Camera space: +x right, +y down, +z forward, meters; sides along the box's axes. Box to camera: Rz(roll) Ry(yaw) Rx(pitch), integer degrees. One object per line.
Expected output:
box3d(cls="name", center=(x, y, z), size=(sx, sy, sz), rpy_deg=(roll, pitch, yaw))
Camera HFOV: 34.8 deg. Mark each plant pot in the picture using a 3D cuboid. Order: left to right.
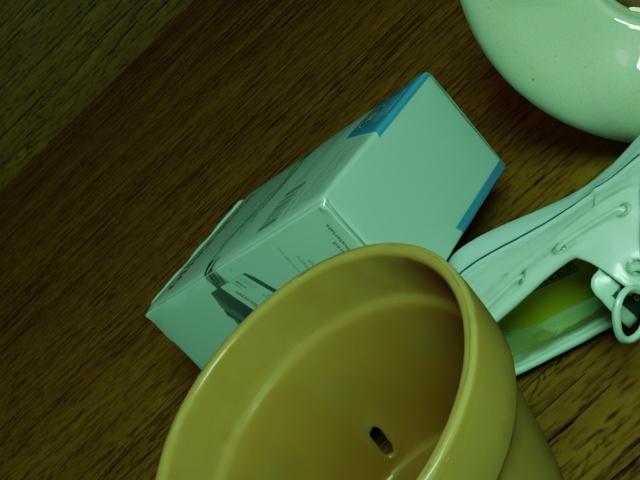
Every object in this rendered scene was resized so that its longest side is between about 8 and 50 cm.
box3d(cls="plant pot", center=(0.049, 0.175, 0.763), size=(0.291, 0.203, 0.291), rpy_deg=(-32, 33, 25))

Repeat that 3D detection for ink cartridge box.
box3d(cls="ink cartridge box", center=(0.000, 0.000, 1.010), size=(0.307, 0.129, 0.223), rpy_deg=(-30, 17, 46))

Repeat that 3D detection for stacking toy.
box3d(cls="stacking toy", center=(0.353, -0.335, 0.982), size=(0.351, 0.350, 0.480), rpy_deg=(-22, 19, 36))

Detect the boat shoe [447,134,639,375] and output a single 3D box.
box3d(cls="boat shoe", center=(0.241, 0.018, 0.778), size=(0.367, 0.136, 0.156), rpy_deg=(-30, 33, 31))
